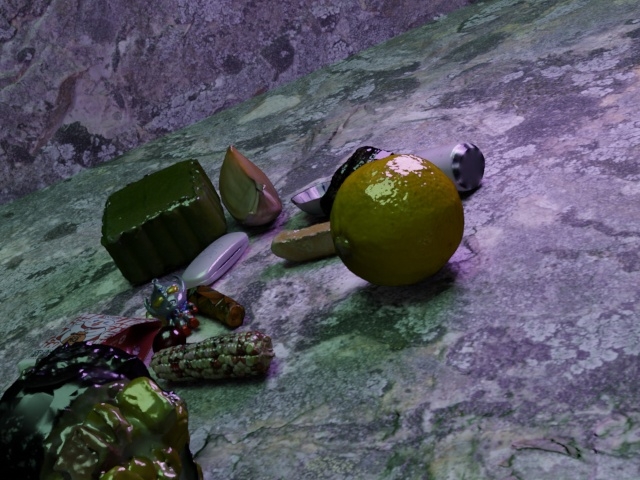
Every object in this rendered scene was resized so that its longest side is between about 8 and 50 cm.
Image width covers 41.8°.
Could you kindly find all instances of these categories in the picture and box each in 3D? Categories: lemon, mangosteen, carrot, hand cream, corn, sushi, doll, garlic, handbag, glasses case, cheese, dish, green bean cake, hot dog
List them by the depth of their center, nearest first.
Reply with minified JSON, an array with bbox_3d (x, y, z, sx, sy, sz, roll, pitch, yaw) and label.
[{"bbox_3d":[-0.306,0.337,1.259,0.285,0.327,0.329,10,22,28],"label":"sushi"},{"bbox_3d":[-0.216,0.236,1.658,0.281,0.092,0.092,-14,24,25],"label":"corn"},{"bbox_3d":[0.155,-0.040,1.712,0.293,0.293,0.293,-18,23,8],"label":"lemon"},{"bbox_3d":[-0.318,0.221,1.786,0.081,0.081,0.081,-18,23,8],"label":"mangosteen"},{"bbox_3d":[-0.470,0.251,1.786,0.171,0.151,0.298,-3,22,28],"label":"handbag"},{"bbox_3d":[-0.242,0.147,1.911,0.069,0.068,0.229,-33,26,-25],"label":"carrot"},{"bbox_3d":[-0.344,0.147,1.936,0.104,0.062,0.195,-55,49,10],"label":"doll"},{"bbox_3d":[-0.381,0.174,1.989,0.060,0.041,0.084,-21,23,2],"label":"cheese"},{"bbox_3d":[0.000,0.000,2.004,0.243,0.073,0.084,-14,22,15],"label":"hot dog"},{"bbox_3d":[0.105,-0.132,2.089,0.225,0.124,0.127,-51,33,-7],"label":"sushi"},{"bbox_3d":[-0.266,0.048,2.144,0.092,0.059,0.233,-3,30,34],"label":"glasses case"},{"bbox_3d":[0.257,-0.181,2.146,0.185,0.118,0.359,-44,25,-29],"label":"hand cream"},{"bbox_3d":[0.017,-0.106,2.224,0.191,0.066,0.190,-18,15,5],"label":"dish"},{"bbox_3d":[-0.194,-0.122,2.296,0.151,0.196,0.338,-27,32,-4],"label":"garlic"},{"bbox_3d":[-0.434,-0.045,2.332,0.335,0.218,0.319,-26,30,6],"label":"green bean cake"}]
